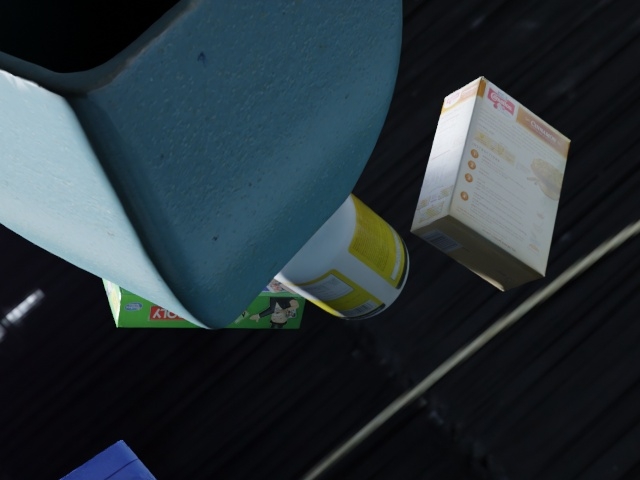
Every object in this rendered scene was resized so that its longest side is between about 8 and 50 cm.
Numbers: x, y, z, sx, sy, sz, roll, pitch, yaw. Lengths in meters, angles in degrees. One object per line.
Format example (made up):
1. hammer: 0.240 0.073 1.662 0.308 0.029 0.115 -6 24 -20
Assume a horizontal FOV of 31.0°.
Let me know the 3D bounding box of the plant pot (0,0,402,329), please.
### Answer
1. plant pot: -0.100 -0.093 0.699 0.247 0.248 0.252 22 146 32

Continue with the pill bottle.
1. pill bottle: 0.000 0.000 1.043 0.103 0.103 0.184 46 -174 35

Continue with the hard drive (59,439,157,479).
1. hard drive: -0.193 0.385 1.210 0.319 0.210 0.040 44 143 19

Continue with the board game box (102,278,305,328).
1. board game box: -0.166 0.009 1.414 0.317 0.214 0.046 -123 39 -58

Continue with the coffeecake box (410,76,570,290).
1. coffeecake box: 0.191 -0.062 1.272 0.142 0.185 0.068 31 148 -24
